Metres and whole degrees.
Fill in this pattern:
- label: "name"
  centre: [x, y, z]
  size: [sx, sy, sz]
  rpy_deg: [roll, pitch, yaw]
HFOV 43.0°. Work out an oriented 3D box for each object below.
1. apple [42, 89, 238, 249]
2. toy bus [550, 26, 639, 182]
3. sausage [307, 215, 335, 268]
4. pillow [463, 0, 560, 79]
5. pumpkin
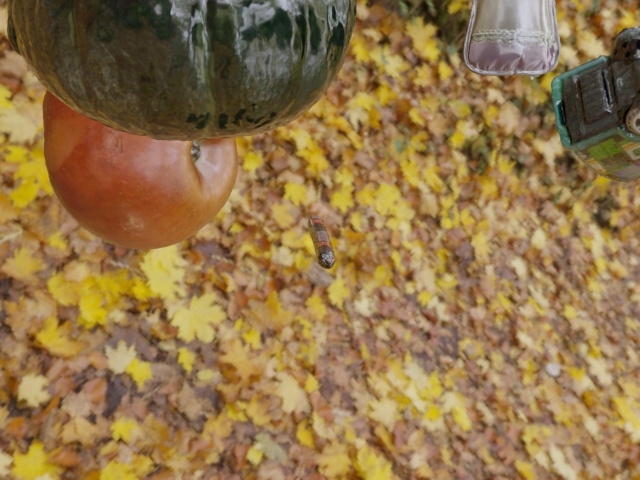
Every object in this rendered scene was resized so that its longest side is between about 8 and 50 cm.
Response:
- label: "apple"
  centre: [-0.218, -0.118, 1.013]
  size: [0.207, 0.271, 0.251]
  rpy_deg: [4, 31, 13]
- label: "toy bus"
  centre: [0.305, -0.126, 0.586]
  size: [0.109, 0.262, 0.091]
  rpy_deg: [33, 48, -40]
- label: "sausage"
  centre: [0.000, 0.000, 1.080]
  size: [0.028, 0.025, 0.198]
  rpy_deg: [26, 12, -14]
- label: "pillow"
  centre: [0.261, -0.333, 1.098]
  size: [0.038, 0.131, 0.232]
  rpy_deg: [44, 49, -83]
- label: "pumpkin"
  centre: [-0.081, -0.147, 0.498]
  size: [0.212, 0.152, 0.211]
  rpy_deg: [9, 23, -4]
